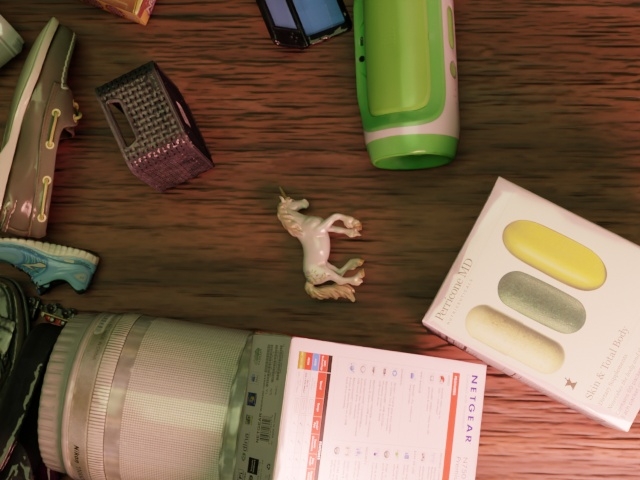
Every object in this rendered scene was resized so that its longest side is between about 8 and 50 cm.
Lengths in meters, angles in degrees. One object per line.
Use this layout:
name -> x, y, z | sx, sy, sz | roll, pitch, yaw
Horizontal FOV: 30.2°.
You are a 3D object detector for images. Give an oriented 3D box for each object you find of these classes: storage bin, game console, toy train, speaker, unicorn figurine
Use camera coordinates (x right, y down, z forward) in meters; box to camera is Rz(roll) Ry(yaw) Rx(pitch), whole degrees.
storage bin -> -0.210, -0.144, 1.531 | 0.084, 0.180, 0.122 | -25, 81, 2
game console -> -0.030, -0.326, 1.593 | 0.071, 0.107, 0.122 | -28, 79, 31
toy train -> -0.347, 0.106, 1.591 | 0.158, 0.027, 0.036 | 17, 88, 9
speaker -> 0.113, -0.247, 1.539 | 0.131, 0.131, 0.297 | -3, 83, 6
unicorn figurine -> 0.000, 0.000, 1.551 | 0.111, 0.060, 0.162 | -3, 82, 5

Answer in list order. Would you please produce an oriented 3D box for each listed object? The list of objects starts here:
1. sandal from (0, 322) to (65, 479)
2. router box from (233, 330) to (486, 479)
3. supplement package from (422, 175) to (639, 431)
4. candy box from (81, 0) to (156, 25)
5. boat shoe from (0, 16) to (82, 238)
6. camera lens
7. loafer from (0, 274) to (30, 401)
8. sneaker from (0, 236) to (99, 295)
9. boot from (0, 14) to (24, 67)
sandal -> -0.374, 0.328, 1.495 | 0.107, 0.167, 0.446 | 15, 84, 9
router box -> 0.043, 0.292, 1.383 | 0.301, 0.082, 0.336 | 13, 81, -35
supplement package -> 0.285, 0.080, 1.440 | 0.262, 0.198, 0.199 | 28, 87, 9
candy box -> -0.308, -0.383, 1.638 | 0.186, 0.053, 0.109 | 23, 85, 10
boat shoe -> -0.375, -0.151, 1.593 | 0.091, 0.109, 0.305 | 19, 73, -20
camera lens -> -0.182, 0.207, 1.463 | 0.274, 0.219, 0.219 | 9, 84, 7
loafer -> -0.449, 0.178, 1.551 | 0.096, 0.084, 0.268 | 13, 91, 11
sneaker -> -0.382, 0.036, 1.587 | 0.162, 0.063, 0.073 | 10, 87, 8
boot -> -0.537, -0.319, 1.631 | 0.123, 0.095, 0.258 | -44, 81, -8
